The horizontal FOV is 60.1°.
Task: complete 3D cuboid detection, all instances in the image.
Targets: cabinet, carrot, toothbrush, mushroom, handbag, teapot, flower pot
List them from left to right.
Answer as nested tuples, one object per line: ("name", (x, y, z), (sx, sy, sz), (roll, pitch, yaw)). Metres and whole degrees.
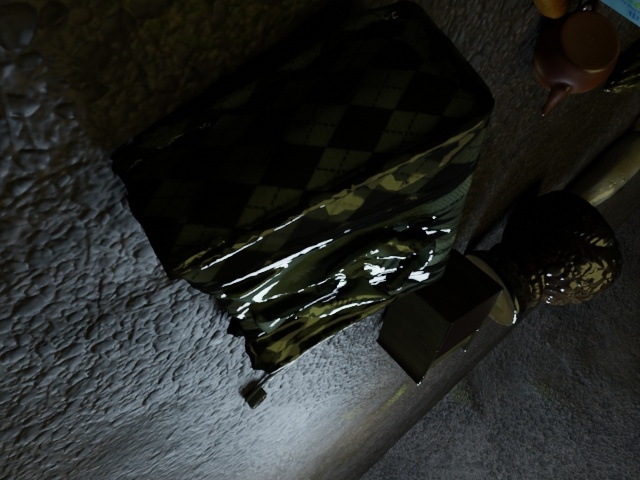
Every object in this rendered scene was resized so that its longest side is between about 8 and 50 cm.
("toothbrush", (-0.032, 0.190, 0.973), (0.288, 0.026, 0.024), (-47, 151, 4))
("handbag", (0.000, 0.000, 0.606), (0.317, 0.180, 0.416), (-32, 157, -6))
("cabinet", (0.244, 0.159, 1.179), (0.175, 0.148, 0.215), (-24, 143, -33))
("flower pot", (0.487, 0.052, 1.269), (0.267, 0.266, 0.266), (-26, 150, -11))
("carrot", (0.280, -0.302, 0.674), (0.048, 0.048, 0.139), (-52, 154, 15))
("teapot", (0.352, -0.261, 0.782), (0.173, 0.116, 0.116), (-69, 155, -10))
("mushroom", (0.768, -0.174, 1.496), (0.351, 0.095, 0.123), (-41, 177, -6))

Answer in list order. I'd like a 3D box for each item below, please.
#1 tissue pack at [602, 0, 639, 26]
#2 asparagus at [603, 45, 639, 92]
("tissue pack", (0.259, -0.281, 0.430), (0.177, 0.263, 0.089), (-47, 157, 7))
("asparagus", (0.651, -0.357, 1.081), (0.287, 0.080, 0.080), (-34, 152, -17))
